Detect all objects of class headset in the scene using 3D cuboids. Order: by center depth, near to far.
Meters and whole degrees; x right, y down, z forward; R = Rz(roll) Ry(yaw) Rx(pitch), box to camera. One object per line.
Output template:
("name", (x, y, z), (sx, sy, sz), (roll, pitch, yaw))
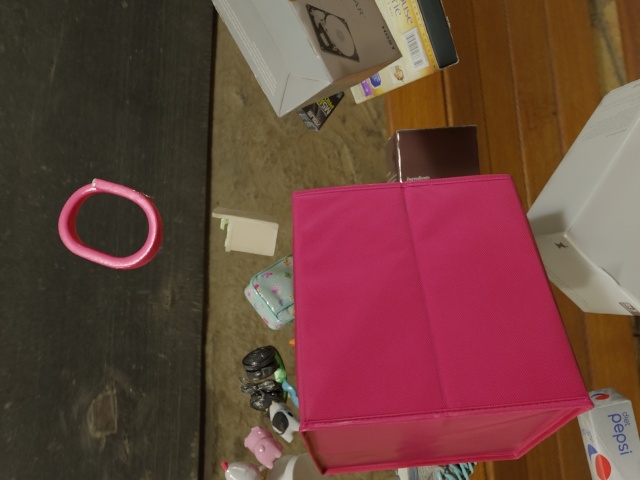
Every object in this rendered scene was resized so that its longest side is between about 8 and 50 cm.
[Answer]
("headset", (-0.185, 0.513, 1.845), (0.185, 0.394, 0.243), (-15, 79, 13))

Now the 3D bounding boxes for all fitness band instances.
("fitness band", (-0.540, -0.042, 1.290), (0.291, 0.054, 0.209), (17, 86, 13))

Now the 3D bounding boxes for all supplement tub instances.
("supplement tub", (-0.138, 0.832, 1.607), (0.228, 0.316, 0.228), (40, 31, -30))

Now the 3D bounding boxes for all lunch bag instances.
("lunch bag", (-0.112, 0.184, 1.821), (0.279, 0.108, 0.224), (-30, 74, -36))

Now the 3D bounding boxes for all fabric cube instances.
("fabric cube", (0.107, 0.107, 0.582), (0.259, 0.254, 0.258), (-5, 56, 1))

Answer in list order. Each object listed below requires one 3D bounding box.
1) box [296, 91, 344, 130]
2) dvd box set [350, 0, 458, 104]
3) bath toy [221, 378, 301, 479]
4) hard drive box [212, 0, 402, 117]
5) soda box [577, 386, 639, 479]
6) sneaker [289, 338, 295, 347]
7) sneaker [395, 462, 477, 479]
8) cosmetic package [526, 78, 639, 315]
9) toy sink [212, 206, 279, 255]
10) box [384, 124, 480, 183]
("box", (-0.038, -0.622, 2.055), (0.216, 0.060, 0.270), (-56, 132, -16))
("dvd box set", (0.147, -0.523, 1.222), (0.062, 0.420, 0.307), (-26, 102, -17))
("bath toy", (-0.165, 0.597, 1.502), (0.129, 0.151, 0.348), (36, 78, 5))
("hard drive box", (-0.009, -0.280, 0.638), (0.181, 0.089, 0.232), (60, 37, -10))
("soda box", (0.681, 0.498, 1.159), (0.098, 0.091, 0.286), (-14, 94, 5))
("sneaker", (-0.026, 0.362, 1.805), (0.175, 0.064, 0.067), (0, 63, -2))
("sneaker", (0.197, 0.339, 0.800), (0.122, 0.283, 0.110), (-22, 103, 20))
("cosmetic package", (0.537, -0.081, 0.873), (0.217, 0.156, 0.385), (42, 78, -9))
("toy sink", (-0.273, -0.030, 1.794), (0.234, 0.153, 0.131), (9, 101, -7))
("box", (0.235, -0.123, 1.064), (0.167, 0.168, 0.203), (-4, 91, 0))
